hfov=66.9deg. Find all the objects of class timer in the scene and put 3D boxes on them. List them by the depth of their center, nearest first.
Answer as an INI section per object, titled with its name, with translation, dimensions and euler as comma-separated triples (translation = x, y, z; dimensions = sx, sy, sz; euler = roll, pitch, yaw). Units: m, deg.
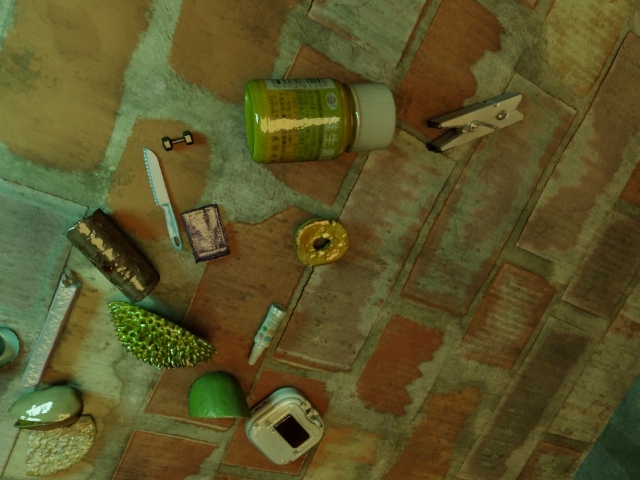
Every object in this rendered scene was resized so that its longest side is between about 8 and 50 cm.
[timer]
translation = -0.123, 0.656, 1.702
dimensions = 0.237, 0.087, 0.262
euler = -36, 114, -3

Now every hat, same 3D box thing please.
[hat]
translation = -0.954, 0.310, 1.348
dimensions = 0.191, 0.078, 0.138
euler = -5, 111, -15

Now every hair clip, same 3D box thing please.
[hair clip]
translation = 0.489, -0.379, 1.534
dimensions = 0.331, 0.085, 0.101
euler = -24, 115, -14

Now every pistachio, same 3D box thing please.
[pistachio]
translation = -0.805, 0.501, 1.430
dimensions = 0.206, 0.131, 0.129
euler = -11, 103, -8

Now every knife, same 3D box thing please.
[knife]
translation = -0.450, -0.114, 1.389
dimensions = 0.044, 0.019, 0.313
euler = -14, 109, -9

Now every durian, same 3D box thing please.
[durian]
translation = -0.459, 0.269, 1.426
dimensions = 0.352, 0.169, 0.158
euler = 34, 107, -21

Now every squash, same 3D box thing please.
[squash]
translation = -0.318, 0.545, 1.515
dimensions = 0.189, 0.260, 0.189
euler = -6, 109, -17

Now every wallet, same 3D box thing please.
[wallet]
translation = -0.340, -0.019, 1.442
dimensions = 0.111, 0.030, 0.166
euler = -16, 111, -10

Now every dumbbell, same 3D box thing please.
[dumbbell]
translation = -0.394, -0.274, 1.337
dimensions = 0.083, 0.036, 0.040
euler = -18, 114, -10

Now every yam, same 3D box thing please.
[yam]
translation = -0.570, 0.040, 1.347
dimensions = 0.131, 0.131, 0.279
euler = -36, 116, -2

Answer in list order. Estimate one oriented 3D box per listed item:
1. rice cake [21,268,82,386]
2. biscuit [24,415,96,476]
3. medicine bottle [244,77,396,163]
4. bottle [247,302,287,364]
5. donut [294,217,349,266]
[rice cake]
translation = -0.770, 0.257, 1.391
dimensions = 0.056, 0.072, 0.365
euler = 24, 98, -20
[biscuit]
translation = -0.824, 0.639, 1.518
dimensions = 0.265, 0.040, 0.188
euler = -37, 114, -3
[medicine bottle]
translation = -0.006, -0.331, 1.331
dimensions = 0.384, 0.224, 0.224
euler = -7, 110, -15
[bottle]
translation = -0.180, 0.311, 1.584
dimensions = 0.060, 0.060, 0.217
euler = 25, 98, -22
[donut]
translation = 0.000, 0.000, 1.532
dimensions = 0.178, 0.065, 0.162
euler = -4, 114, -16
